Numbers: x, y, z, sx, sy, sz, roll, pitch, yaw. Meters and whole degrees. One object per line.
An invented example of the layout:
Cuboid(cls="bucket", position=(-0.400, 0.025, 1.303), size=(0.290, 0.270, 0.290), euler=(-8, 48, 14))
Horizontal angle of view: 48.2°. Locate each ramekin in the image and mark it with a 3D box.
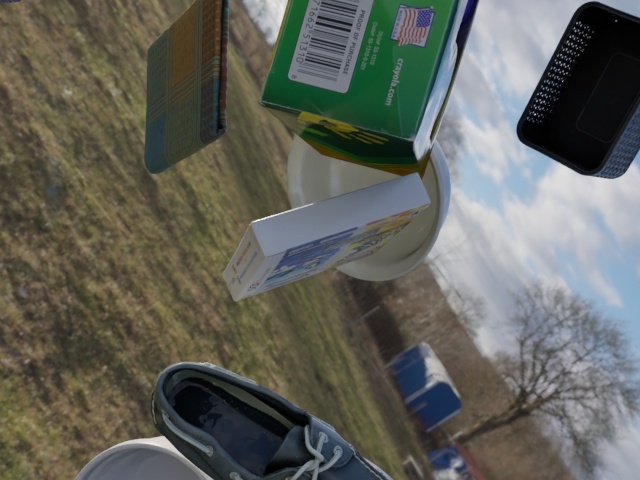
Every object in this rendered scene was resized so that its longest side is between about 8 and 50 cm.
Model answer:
Cuboid(cls="ramekin", position=(-0.175, 0.321, 0.815), size=(0.207, 0.207, 0.109), euler=(57, 14, 11))

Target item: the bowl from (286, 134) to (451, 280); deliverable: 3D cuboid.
Cuboid(cls="bowl", position=(0.098, -0.092, 1.158), size=(0.134, 0.298, 0.298), euler=(-23, 76, -47))

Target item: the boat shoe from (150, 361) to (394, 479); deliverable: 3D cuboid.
Cuboid(cls="boat shoe", position=(-0.032, 0.219, 0.689), size=(0.319, 0.116, 0.099), euler=(31, -26, 14))

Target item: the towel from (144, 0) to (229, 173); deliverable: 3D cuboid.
Cuboid(cls="towel", position=(-0.244, -0.276, 1.288), size=(0.370, 0.040, 0.271), euler=(-8, -100, 59))

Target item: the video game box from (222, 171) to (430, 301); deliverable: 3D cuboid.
Cuboid(cls="video game box", position=(0.000, 0.000, 0.833), size=(0.048, 0.205, 0.187), euler=(68, -22, 10))

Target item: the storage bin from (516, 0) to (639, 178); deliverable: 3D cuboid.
Cuboid(cls="storage bin", position=(0.334, -0.174, 0.850), size=(0.122, 0.180, 0.084), euler=(38, 25, 33))

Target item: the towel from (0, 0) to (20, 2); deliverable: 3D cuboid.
Cuboid(cls="towel", position=(-0.480, -0.293, 0.699), size=(0.243, 0.336, 0.040), euler=(129, -51, -71))

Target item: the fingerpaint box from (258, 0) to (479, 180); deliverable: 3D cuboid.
Cuboid(cls="fingerpaint box", position=(0.105, -0.313, 0.817), size=(0.163, 0.444, 0.371), euler=(16, 1, 9))
